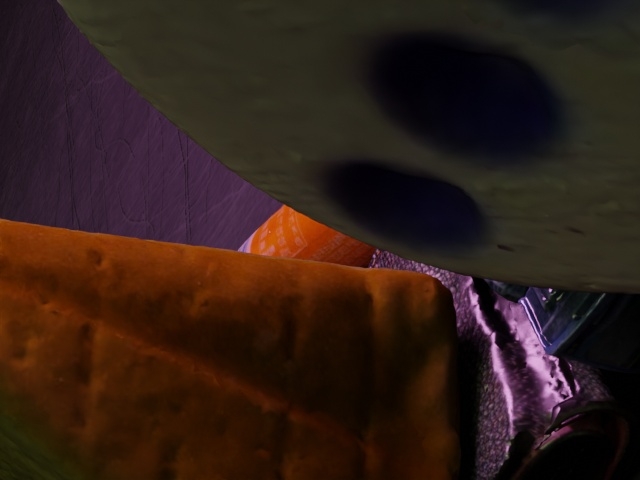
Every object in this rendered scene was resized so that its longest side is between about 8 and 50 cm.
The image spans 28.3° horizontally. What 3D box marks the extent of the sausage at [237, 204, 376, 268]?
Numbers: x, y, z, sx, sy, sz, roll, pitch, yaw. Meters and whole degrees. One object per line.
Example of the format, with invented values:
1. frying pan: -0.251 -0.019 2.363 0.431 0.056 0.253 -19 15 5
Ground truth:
1. sausage: 0.000 0.000 0.847 0.234 0.071 0.071 -39 44 47

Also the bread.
1. bread: -0.136 0.117 0.617 0.233 0.362 0.244 139 138 -62

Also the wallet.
1. wallet: 0.056 0.108 0.699 0.262 0.071 0.221 -65 29 31

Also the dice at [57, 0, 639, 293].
1. dice: 0.090 -0.174 0.430 0.277 0.304 0.304 0 62 37

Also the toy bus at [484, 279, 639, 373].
1. toy bus: 0.118 -0.036 0.625 0.079 0.094 0.236 -63 28 30
